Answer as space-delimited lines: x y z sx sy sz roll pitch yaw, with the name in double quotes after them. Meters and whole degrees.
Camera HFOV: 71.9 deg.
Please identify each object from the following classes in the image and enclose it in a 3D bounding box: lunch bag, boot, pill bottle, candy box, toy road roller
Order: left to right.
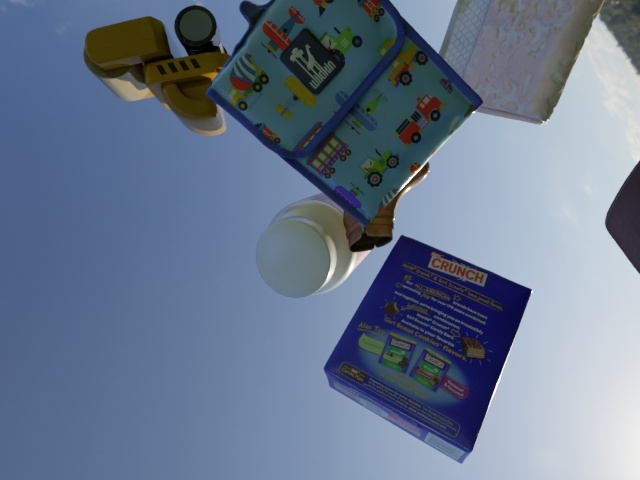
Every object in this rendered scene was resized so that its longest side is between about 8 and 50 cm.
-0.345 -0.363 1.025 0.329 0.202 0.241 -12 -94 -3 "toy road roller"
0.000 0.000 1.122 0.229 0.229 0.407 61 -159 -2 "pill bottle"
0.018 -0.200 0.569 0.293 0.221 0.138 36 -165 -27 "lunch bag"
0.131 -0.064 0.850 0.073 0.197 0.153 39 -144 -32 "boot"
0.200 0.181 0.814 0.268 0.122 0.317 25 -117 21 "candy box"

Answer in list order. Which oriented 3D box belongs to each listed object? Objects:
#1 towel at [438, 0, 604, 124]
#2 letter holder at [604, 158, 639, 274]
0.381 -0.424 0.890 0.053 0.317 0.332 8 -72 -39 "towel"
0.575 -0.114 0.702 0.302 0.151 0.215 66 -177 -61 "letter holder"
